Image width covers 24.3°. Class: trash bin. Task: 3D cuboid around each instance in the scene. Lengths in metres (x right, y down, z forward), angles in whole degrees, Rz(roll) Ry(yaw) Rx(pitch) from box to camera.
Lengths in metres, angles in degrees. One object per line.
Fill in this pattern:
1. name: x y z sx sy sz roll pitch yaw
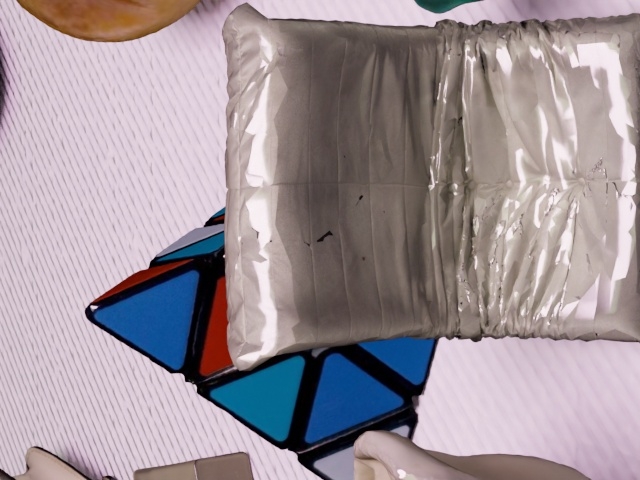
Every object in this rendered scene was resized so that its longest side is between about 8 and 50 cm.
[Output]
1. trash bin: -0.105 0.202 1.233 0.092 0.061 0.043 -21 76 50

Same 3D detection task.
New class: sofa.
1. sofa: 0.067 -0.031 0.845 0.176 0.225 0.210 5 95 57

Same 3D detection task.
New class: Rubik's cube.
1. Rubik's cube: 0.000 0.000 1.000 0.234 0.250 0.284 -37 57 27

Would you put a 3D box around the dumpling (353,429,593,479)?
1. dumpling: 0.108 0.219 0.870 0.243 0.187 0.318 -144 32 -72

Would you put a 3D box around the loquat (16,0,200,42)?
1. loquat: -0.168 -0.254 1.157 0.213 0.213 0.213 7 99 53

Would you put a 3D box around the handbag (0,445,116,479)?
1. handbag: -0.265 0.401 1.391 0.237 0.160 0.358 22 111 45

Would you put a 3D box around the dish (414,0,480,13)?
1. dish: 0.116 -0.254 0.879 0.224 0.078 0.246 34 120 47
